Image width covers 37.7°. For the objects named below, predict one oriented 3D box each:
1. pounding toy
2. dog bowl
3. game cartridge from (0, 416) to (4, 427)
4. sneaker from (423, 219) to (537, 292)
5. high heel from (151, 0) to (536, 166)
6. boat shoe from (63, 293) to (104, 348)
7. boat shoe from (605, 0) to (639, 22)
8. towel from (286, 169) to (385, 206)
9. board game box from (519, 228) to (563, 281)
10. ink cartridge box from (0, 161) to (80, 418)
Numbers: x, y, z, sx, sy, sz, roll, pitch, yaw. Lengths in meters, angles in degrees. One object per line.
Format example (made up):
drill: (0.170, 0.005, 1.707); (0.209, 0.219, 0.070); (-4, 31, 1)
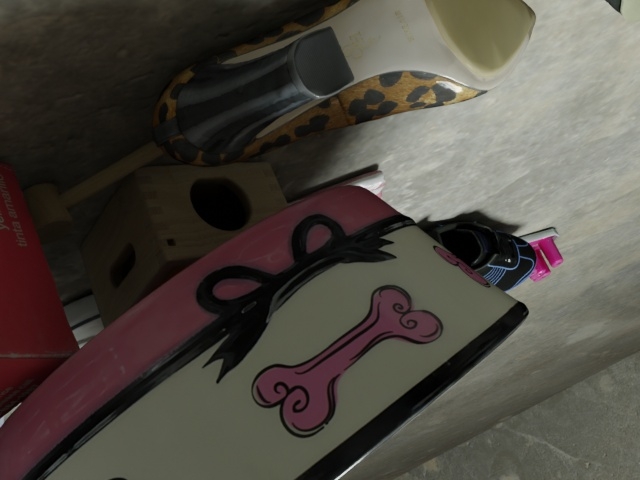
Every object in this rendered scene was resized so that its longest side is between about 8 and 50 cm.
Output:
pounding toy: (-0.122, 0.000, 0.715); (0.206, 0.094, 0.181); (-7, 154, -38)
dog bowl: (-0.055, 0.120, 0.681); (0.408, 0.150, 0.408); (-37, 171, -7)
game cartridge: (-0.346, 0.178, 0.973); (0.017, 0.056, 0.083); (-19, 160, -34)
sneaker: (0.191, 0.019, 1.114); (0.232, 0.081, 0.090); (-5, 160, -38)
high heel: (0.016, -0.117, 0.640); (0.261, 0.093, 0.186); (-22, -174, -40)
boat shoe: (-0.130, 0.086, 0.895); (0.267, 0.088, 0.096); (-11, 159, -5)
boat shoe: (0.216, -0.195, 0.672); (0.049, 0.042, 0.133); (-53, 150, 17)
towel: (0.000, 0.000, 0.939); (0.144, 0.029, 0.197); (-22, 160, -5)
board game box: (0.117, 0.133, 1.365); (0.390, 0.050, 0.390); (-15, 158, -20)
ink cartridge box: (-0.377, 0.060, 0.495); (0.279, 0.160, 0.384); (-34, 158, 25)
